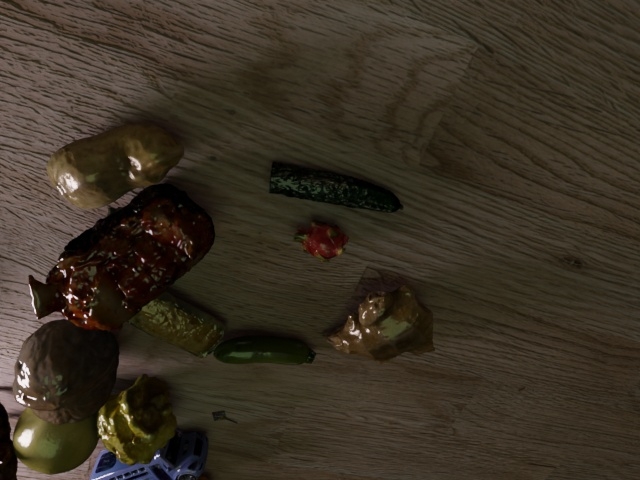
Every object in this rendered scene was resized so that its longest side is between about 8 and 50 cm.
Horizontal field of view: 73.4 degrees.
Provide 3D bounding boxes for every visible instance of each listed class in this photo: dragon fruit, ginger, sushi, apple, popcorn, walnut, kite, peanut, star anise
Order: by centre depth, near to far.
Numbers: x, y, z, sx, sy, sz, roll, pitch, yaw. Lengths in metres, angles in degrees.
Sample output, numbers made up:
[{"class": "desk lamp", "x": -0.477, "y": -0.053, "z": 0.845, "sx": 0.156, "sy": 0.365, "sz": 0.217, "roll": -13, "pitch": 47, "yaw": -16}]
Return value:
[{"class": "peanut", "x": -0.364, "y": -0.134, "z": 0.768, "sx": 0.252, "sy": 0.137, "sz": 0.122, "roll": -19, "pitch": 121, "yaw": 1}, {"class": "sushi", "x": -0.368, "y": 0.033, "z": 0.809, "sx": 0.343, "sy": 0.182, "sz": 0.196, "roll": -39, "pitch": 101, "yaw": -3}, {"class": "dragon fruit", "x": -0.001, "y": -0.002, "z": 0.920, "sx": 0.116, "sy": 0.081, "sz": 0.086, "roll": 25, "pitch": 123, "yaw": -20}, {"class": "walnut", "x": -0.542, "y": 0.276, "z": 0.922, "sx": 0.223, "sy": 0.224, "sz": 0.225, "roll": -3, "pitch": 119, "yaw": -6}, {"class": "star anise", "x": -0.765, "y": 0.476, "z": 0.983, "sx": 0.102, "sy": 0.272, "sz": 0.272, "roll": -16, "pitch": 124, "yaw": -32}, {"class": "apple", "x": -0.622, "y": 0.448, "z": 1.026, "sx": 0.199, "sy": 0.200, "sz": 0.200, "roll": -3, "pitch": 119, "yaw": -6}, {"class": "ginger", "x": 0.136, "y": 0.213, "z": 1.029, "sx": 0.269, "sy": 0.123, "sz": 0.219, "roll": -16, "pitch": 122, "yaw": 1}, {"class": "popcorn", "x": -0.439, "y": 0.440, "z": 1.051, "sx": 0.155, "sy": 0.198, "sz": 0.198, "roll": -29, "pitch": 118, "yaw": 7}, {"class": "kite", "x": -0.266, "y": 0.492, "z": 1.199, "sx": 0.077, "sy": 0.002, "sz": 0.044, "roll": 12, "pitch": 116, "yaw": -12}]

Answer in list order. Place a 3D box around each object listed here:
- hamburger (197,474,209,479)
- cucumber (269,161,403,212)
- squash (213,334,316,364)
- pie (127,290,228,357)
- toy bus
[{"class": "hamburger", "x": -0.395, "y": 0.769, "z": 1.270, "sx": 0.161, "sy": 0.115, "sz": 0.162, "roll": -2, "pitch": 118, "yaw": -4}, {"class": "cucumber", "x": 0.039, "y": -0.104, "z": 0.879, "sx": 0.293, "sy": 0.068, "sz": 0.068, "roll": 9, "pitch": 117, "yaw": -13}, {"class": "squash", "x": -0.130, "y": 0.269, "z": 1.053, "sx": 0.257, "sy": 0.069, "sz": 0.069, "roll": 6, "pitch": 118, "yaw": -18}, {"class": "pie", "x": -0.346, "y": 0.182, "z": 0.984, "sx": 0.282, "sy": 0.068, "sz": 0.129, "roll": 36, "pitch": 107, "yaw": -27}, {"class": "toy bus", "x": -0.457, "y": 0.598, "z": 1.164, "sx": 0.291, "sy": 0.126, "sz": 0.133, "roll": -21, "pitch": 119, "yaw": 6}]
